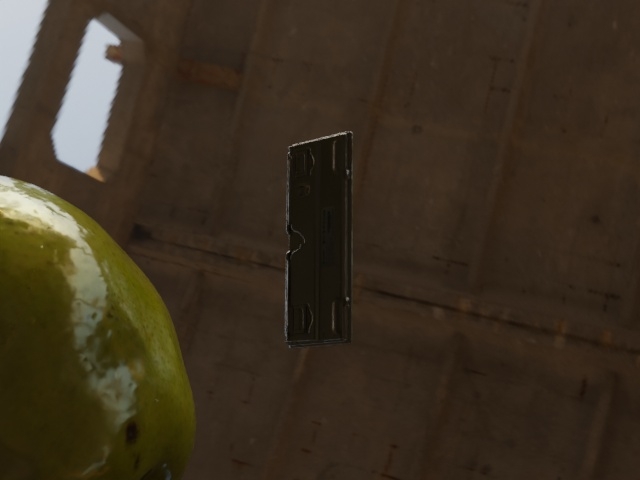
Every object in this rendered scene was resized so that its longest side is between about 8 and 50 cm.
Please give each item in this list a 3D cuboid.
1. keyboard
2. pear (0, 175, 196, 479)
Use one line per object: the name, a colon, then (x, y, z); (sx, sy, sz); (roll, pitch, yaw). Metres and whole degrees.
keyboard: (0.000, 0.000, 0.626); (0.049, 0.015, 0.129); (-9, -105, 35)
pear: (-0.157, 0.065, 0.453); (0.198, 0.198, 0.198); (-5, -104, 19)
